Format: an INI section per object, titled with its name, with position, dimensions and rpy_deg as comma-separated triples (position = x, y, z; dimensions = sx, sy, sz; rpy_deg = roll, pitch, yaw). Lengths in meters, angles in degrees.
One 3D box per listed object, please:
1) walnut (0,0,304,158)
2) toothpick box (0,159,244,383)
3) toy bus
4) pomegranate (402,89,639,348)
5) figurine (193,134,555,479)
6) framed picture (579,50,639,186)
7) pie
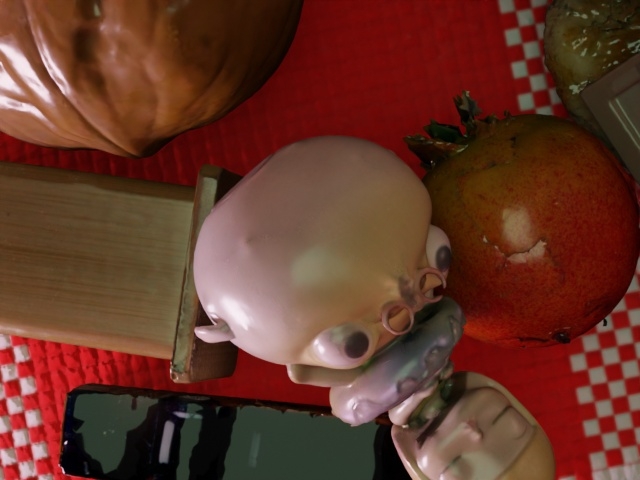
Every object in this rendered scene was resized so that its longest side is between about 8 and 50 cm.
[walnut]
position = -0.184, -0.268, 1.309
dimensions = 0.354, 0.308, 0.398
rpy_deg = -2, 96, 31
[toothpick box]
position = -0.229, 0.013, 1.373
dimensions = 0.308, 0.190, 0.188
rpy_deg = 8, 90, 7
[toy bus]
position = -0.030, 0.192, 1.399
dimensions = 0.408, 0.092, 0.093
rpy_deg = 7, 91, 2
[pomegranate]
position = 0.169, -0.018, 1.339
dimensions = 0.210, 0.210, 0.235
rpy_deg = -39, 91, 1
[figurine]
position = 0.056, 0.100, 1.270
dimensions = 0.226, 0.274, 0.394
rpy_deg = -44, 100, -18
[framed picture]
position = 0.456, -0.021, 1.237
dimensions = 0.326, 0.028, 0.446
rpy_deg = -35, 85, 32
[pie]
position = 0.334, -0.172, 1.376
dimensions = 0.274, 0.055, 0.274
rpy_deg = -4, 70, 11
